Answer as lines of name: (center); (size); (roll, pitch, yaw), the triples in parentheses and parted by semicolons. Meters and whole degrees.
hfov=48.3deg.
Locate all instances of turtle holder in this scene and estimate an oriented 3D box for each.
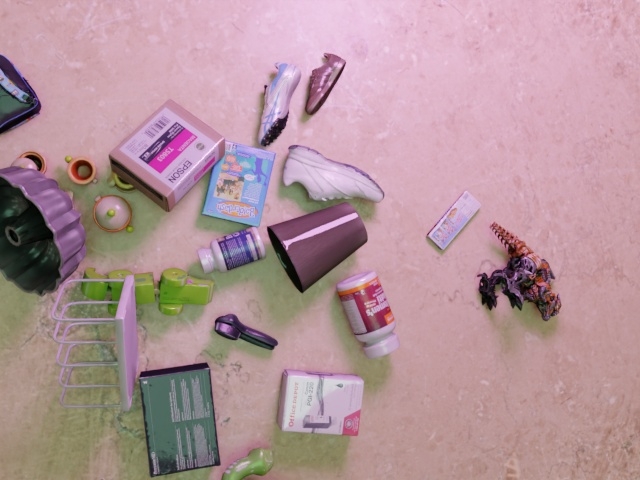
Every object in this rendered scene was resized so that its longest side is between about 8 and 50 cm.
turtle holder: (-0.175, 0.740, 1.883); (0.228, 0.243, 0.320); (-2, 50, -26)

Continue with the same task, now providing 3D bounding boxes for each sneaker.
sneaker: (-0.126, -0.372, 1.953); (0.086, 0.085, 0.237); (20, 90, 16)
sneaker: (-0.003, -0.436, 1.988); (0.071, 0.066, 0.188); (31, 79, 7)
sneaker: (0.033, -0.162, 1.979); (0.297, 0.111, 0.129); (21, 99, -5)

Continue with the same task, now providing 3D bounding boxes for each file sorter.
file sorter: (-0.549, 0.250, 1.753); (0.173, 0.192, 0.277); (1, 118, -8)

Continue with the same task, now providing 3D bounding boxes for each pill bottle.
pill bottle: (-0.240, 0.032, 1.915); (0.170, 0.094, 0.094); (-19, 94, -11)
pill bottle: (0.136, 0.205, 1.977); (0.121, 0.121, 0.221); (-23, 94, -11)

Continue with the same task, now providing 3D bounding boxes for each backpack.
backpack: (-0.808, -0.371, 1.789); (0.158, 0.117, 0.173); (-34, 97, -9)

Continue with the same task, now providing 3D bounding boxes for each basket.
basket: (0.000, 0.000, 1.940); (0.227, 0.154, 0.204); (-29, 94, -14)

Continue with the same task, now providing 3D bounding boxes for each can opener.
can opener: (-0.204, 0.255, 1.945); (0.186, 0.059, 0.073); (26, 58, -20)

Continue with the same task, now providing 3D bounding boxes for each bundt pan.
bundt pan: (-0.699, -0.037, 1.736); (0.330, 0.331, 0.124); (56, 43, -6)

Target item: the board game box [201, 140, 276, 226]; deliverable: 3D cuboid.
board game box: (-0.222, -0.154, 1.942); (0.160, 0.047, 0.210); (14, 86, -11)

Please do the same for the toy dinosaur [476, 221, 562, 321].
toy dinosaur: (0.574, 0.100, 2.078); (0.218, 0.164, 0.322); (-35, 78, -24)

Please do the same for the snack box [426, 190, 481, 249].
snack box: (0.388, -0.059, 2.078); (0.064, 0.022, 0.178); (43, 82, -9)

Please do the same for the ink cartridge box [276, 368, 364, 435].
ink cartridge box: (-0.001, 0.445, 1.966); (0.218, 0.092, 0.158); (6, 89, -10)

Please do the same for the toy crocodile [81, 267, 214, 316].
toy crocodile: (-0.451, 0.125, 1.874); (0.341, 0.105, 0.115); (1, 118, -12)

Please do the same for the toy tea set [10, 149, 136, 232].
toy tea set: (-0.619, -0.131, 1.823); (0.336, 0.124, 0.199); (7, 89, -11)

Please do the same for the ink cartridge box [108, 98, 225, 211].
ink cartridge box: (-0.389, -0.221, 1.834); (0.193, 0.088, 0.234); (35, 64, 9)

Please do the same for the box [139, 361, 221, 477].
box: (-0.372, 0.468, 1.885); (0.185, 0.103, 0.261); (-6, 92, -14)
